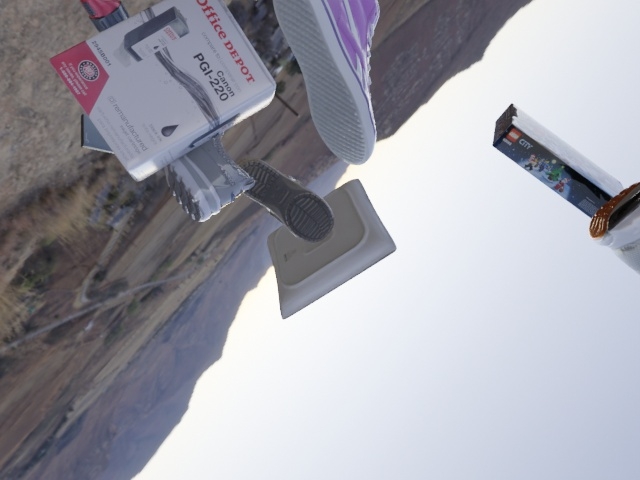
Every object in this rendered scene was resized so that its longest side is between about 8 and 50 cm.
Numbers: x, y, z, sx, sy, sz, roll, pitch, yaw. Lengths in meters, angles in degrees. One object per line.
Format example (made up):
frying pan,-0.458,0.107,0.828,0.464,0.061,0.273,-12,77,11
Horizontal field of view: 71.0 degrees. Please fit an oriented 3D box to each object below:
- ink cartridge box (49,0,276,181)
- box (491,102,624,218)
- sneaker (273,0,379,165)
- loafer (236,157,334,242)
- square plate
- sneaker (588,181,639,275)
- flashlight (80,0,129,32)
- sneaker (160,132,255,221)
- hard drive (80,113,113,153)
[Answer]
ink cartridge box,-0.191,-0.201,0.578,0.218,0.158,0.092,-35,-172,-13
box,0.386,-0.122,0.722,0.044,0.233,0.159,-54,179,35
sneaker,0.053,-0.265,0.677,0.102,0.281,0.161,11,-137,42
loafer,-0.074,-0.092,0.944,0.102,0.269,0.092,-47,-144,5
square plate,0.000,0.000,1.220,0.344,0.049,0.347,-33,-142,11
sneaker,0.456,-0.056,0.526,0.262,0.121,0.099,-43,177,9
flashlight,-0.628,-0.708,1.175,0.103,0.103,0.304,-27,140,-4
sneaker,-0.209,-0.159,0.689,0.115,0.281,0.105,-28,169,-29
hard drive,-0.608,-0.297,1.276,0.022,0.094,0.135,-13,168,40
